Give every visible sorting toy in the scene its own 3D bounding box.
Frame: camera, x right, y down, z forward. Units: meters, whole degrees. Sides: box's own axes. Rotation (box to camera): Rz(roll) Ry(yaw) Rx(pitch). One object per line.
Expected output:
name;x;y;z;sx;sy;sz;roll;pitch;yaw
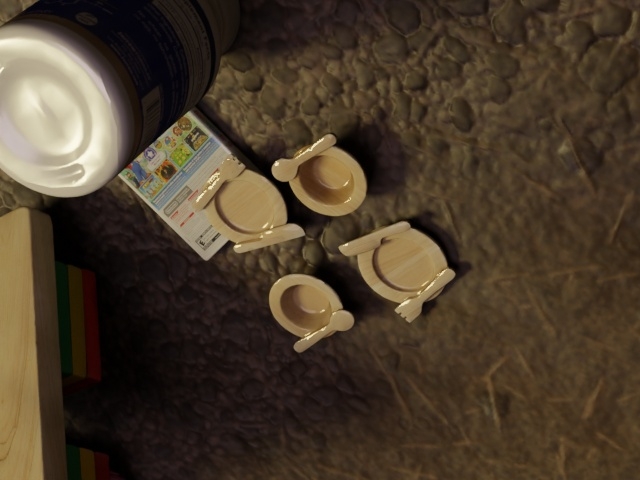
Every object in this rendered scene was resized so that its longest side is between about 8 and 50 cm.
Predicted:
sorting toy;-0.268;0.143;1.219;0.255;0.089;0.257;-23;62;31

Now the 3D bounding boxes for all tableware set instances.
tableware set;0.000;0.000;1.116;0.141;0.020;0.168;-27;110;34

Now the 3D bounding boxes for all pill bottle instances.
pill bottle;-0.126;-0.115;1.016;0.112;0.186;0.112;11;122;19

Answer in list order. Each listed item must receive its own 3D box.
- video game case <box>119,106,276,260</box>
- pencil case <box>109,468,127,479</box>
video game case;-0.098;-0.053;1.148;0.122;0.011;0.087;45;127;-4
pencil case;-0.259;0.209;1.319;0.209;0.098;0.095;11;149;24
